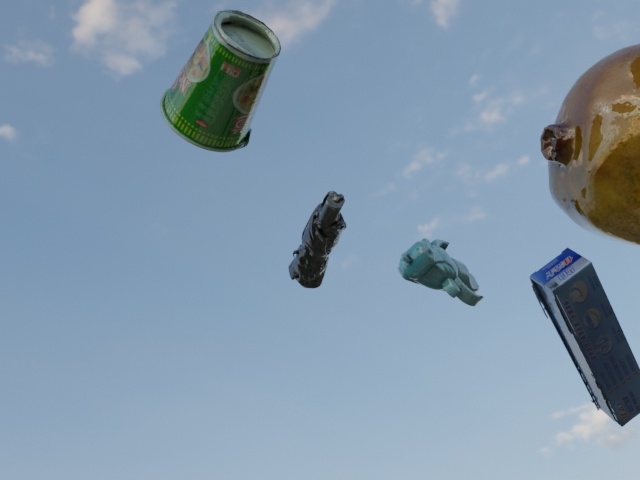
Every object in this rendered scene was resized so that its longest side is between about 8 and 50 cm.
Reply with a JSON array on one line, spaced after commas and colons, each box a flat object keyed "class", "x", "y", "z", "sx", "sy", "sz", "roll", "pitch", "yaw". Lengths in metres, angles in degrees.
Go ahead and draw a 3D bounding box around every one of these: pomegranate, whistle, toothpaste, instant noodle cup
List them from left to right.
[{"class": "instant noodle cup", "x": -0.189, "y": -0.330, "z": 1.569, "sx": 0.207, "sy": 0.207, "sz": 0.232, "roll": 9, "pitch": -44, "yaw": -30}, {"class": "whistle", "x": 0.268, "y": 0.070, "z": 1.730, "sx": 0.274, "sy": 0.186, "sz": 0.093, "roll": 20, "pitch": -57, "yaw": -43}, {"class": "toothpaste", "x": 0.354, "y": 0.131, "z": 0.998, "sx": 0.066, "sy": 0.053, "sz": 0.272, "roll": -37, "pitch": -61, "yaw": -5}, {"class": "pomegranate", "x": 0.616, "y": -0.168, "z": 1.482, "sx": 0.417, "sy": 0.416, "sz": 0.416, "roll": -10, "pitch": -35, "yaw": -7}]

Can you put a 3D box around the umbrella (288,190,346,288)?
[{"class": "umbrella", "x": 0.000, "y": 0.000, "z": 1.241, "sx": 0.066, "sy": 0.059, "sz": 0.235, "roll": 24, "pitch": -37, "yaw": -1}]
